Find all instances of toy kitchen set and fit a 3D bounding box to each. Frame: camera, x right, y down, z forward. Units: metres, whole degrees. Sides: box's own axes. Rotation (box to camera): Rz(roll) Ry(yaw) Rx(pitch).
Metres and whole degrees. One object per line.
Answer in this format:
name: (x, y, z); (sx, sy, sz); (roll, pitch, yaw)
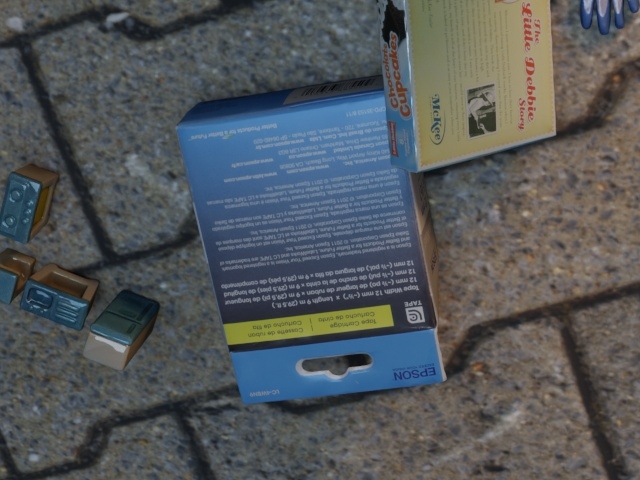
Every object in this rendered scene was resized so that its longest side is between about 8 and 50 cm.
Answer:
toy kitchen set: (-0.291, 0.027, 1.622); (0.207, 0.122, 0.166); (20, 112, 3)

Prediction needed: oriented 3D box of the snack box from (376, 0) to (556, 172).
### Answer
snack box: (0.150, -0.246, 1.420); (0.187, 0.060, 0.321); (-15, 111, -26)

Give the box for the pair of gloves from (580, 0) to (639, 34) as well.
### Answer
pair of gloves: (0.344, -0.300, 1.439); (0.198, 0.023, 0.159); (-5, 108, 12)

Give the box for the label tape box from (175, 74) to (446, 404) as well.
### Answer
label tape box: (0.000, 0.000, 1.565); (0.249, 0.115, 0.347); (-8, 110, 12)
